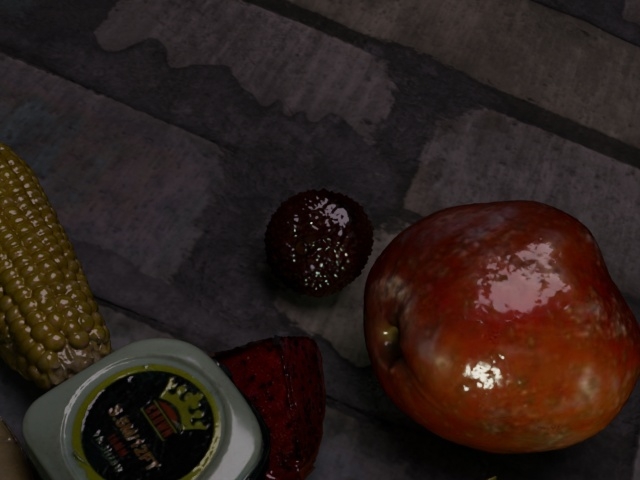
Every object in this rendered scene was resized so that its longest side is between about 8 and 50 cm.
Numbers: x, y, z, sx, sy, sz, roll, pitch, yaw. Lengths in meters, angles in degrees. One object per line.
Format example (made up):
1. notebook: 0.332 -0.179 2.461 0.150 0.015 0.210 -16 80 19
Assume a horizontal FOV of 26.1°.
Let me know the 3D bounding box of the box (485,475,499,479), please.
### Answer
1. box: 0.099 0.325 1.283 0.279 0.041 0.153 -13 49 -33

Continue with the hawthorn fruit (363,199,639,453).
1. hawthorn fruit: 0.183 0.090 1.428 0.284 0.284 0.284 12 41 -11

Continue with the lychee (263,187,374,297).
1. lychee: 0.003 0.002 1.545 0.129 0.123 0.123 12 32 -54

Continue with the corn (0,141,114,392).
1. corn: -0.314 0.015 1.383 0.130 0.130 0.347 -13 53 -34

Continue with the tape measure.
1. tape measure: -0.133 0.212 1.238 0.207 0.115 0.235 -30 59 -21

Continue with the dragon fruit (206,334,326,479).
1. dragon fruit: -0.061 0.173 1.364 0.127 0.120 0.161 25 50 -63

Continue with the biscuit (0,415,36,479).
1. biscuit: -0.318 0.224 1.215 0.141 0.038 0.290 2 43 -22
